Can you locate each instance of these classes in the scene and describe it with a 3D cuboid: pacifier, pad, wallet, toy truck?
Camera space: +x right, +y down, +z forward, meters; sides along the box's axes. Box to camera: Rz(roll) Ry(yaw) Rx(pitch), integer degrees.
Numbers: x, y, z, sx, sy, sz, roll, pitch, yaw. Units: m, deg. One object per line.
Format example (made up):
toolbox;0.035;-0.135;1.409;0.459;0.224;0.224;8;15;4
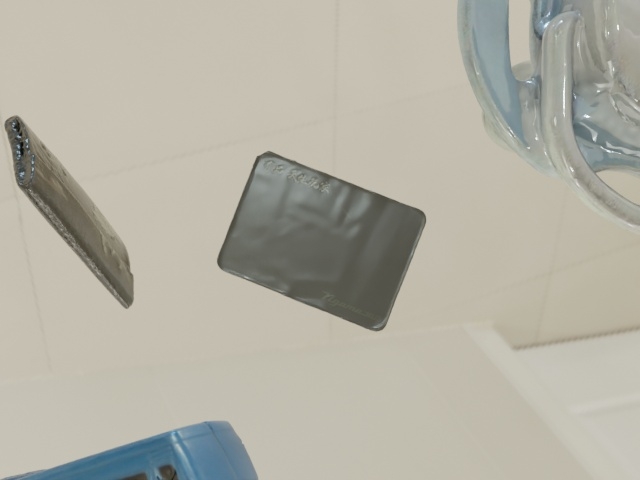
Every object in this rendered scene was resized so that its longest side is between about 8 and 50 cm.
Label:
pacifier;0.194;-0.106;0.791;0.279;0.207;0.227;9;77;-26
pad;0.000;0.000;0.907;0.003;0.157;0.112;2;109;-84
wallet;-0.371;-0.041;1.622;0.044;0.170;0.321;-28;138;3
toy truck;-0.248;0.317;1.171;0.385;0.162;0.161;-20;169;21
